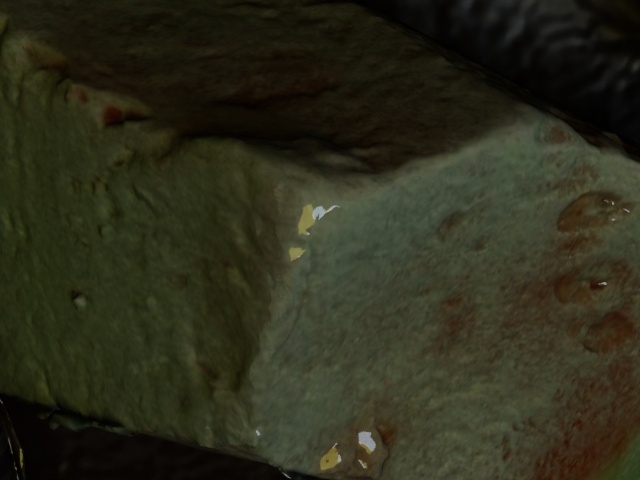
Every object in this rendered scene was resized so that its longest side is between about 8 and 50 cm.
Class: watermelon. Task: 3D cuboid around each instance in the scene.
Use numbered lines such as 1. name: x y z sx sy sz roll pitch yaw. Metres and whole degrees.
1. watermelon: 0.000 0.000 0.724 0.387 0.258 0.228 21 91 -3

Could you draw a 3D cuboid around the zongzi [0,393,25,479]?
1. zongzi: -0.254 0.215 0.790 0.317 0.154 0.289 -29 115 -38
